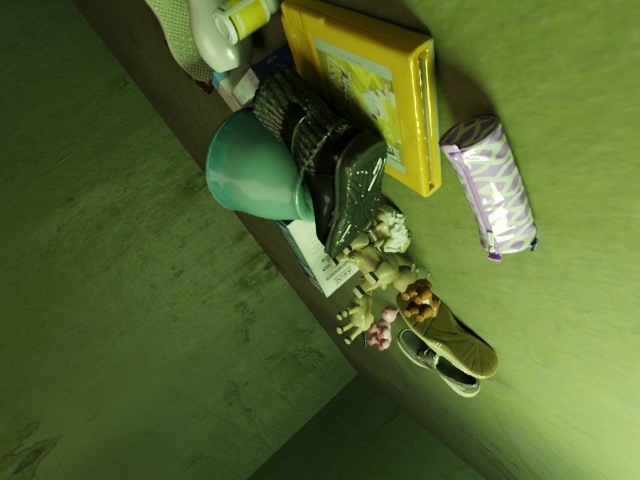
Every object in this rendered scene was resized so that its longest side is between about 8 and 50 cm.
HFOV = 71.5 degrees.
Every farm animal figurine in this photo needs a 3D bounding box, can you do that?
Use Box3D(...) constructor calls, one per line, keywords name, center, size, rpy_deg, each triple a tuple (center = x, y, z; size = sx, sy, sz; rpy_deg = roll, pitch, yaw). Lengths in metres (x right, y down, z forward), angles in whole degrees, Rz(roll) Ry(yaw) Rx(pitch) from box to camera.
Box3D(name="farm animal figurine", center=(0.149, 0.095, 1.117), size=(0.330, 0.172, 0.326), rpy_deg=(-27, 93, 49))

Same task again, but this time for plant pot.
Box3D(name="plant pot", center=(-0.093, -0.166, 1.094), size=(0.255, 0.271, 0.271), rpy_deg=(24, 154, 30))

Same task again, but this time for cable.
Box3D(name="cable", center=(-0.419, -0.583, 1.467), size=(0.139, 0.072, 0.287), rpy_deg=(40, -168, -53))

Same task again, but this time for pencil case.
Box3D(name="pencil case", center=(0.235, -0.070, 0.624), size=(0.206, 0.088, 0.086), rpy_deg=(58, 162, -25))

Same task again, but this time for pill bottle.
Box3D(name="pill bottle", center=(-0.133, -0.415, 0.812), size=(0.065, 0.116, 0.065), rpy_deg=(47, 166, 15))

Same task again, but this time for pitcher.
Box3D(name="pitcher", center=(-0.227, -0.485, 0.968), size=(0.177, 0.126, 0.207), rpy_deg=(-111, 1, -63))

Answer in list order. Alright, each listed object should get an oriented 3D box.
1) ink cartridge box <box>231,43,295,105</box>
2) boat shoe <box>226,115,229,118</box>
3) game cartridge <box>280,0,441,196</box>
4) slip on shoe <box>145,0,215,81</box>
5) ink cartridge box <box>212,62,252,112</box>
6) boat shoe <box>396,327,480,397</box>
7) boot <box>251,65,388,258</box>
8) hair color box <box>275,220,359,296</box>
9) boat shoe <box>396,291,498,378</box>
Box3D(name="ink cartridge box", center=(-0.128, -0.360, 0.985), size=(0.046, 0.097, 0.207), rpy_deg=(55, 166, -17))
Box3D(name="boat shoe", center=(-0.203, -0.340, 1.301), size=(0.183, 0.083, 0.065), rpy_deg=(37, 161, 44))
Box3D(name="game cartridge", center=(0.066, -0.248, 0.767), size=(0.324, 0.053, 0.285), rpy_deg=(38, 162, 37))
Box3D(name="slip on shoe", center=(-0.376, -0.586, 1.180), size=(0.331, 0.123, 0.101), rpy_deg=(58, -173, -30))
Box3D(name="ink cartridge box", center=(-0.199, -0.385, 1.154), size=(0.143, 0.092, 0.090), rpy_deg=(53, 166, -10))
Box3D(name="boat shoe", center=(0.356, 0.352, 1.342), size=(0.285, 0.103, 0.092), rpy_deg=(38, 157, 29))
Box3D(name="boot", center=(-0.009, -0.144, 0.883), size=(0.260, 0.131, 0.347), rpy_deg=(40, 149, 22))
Box3D(name="hair color box", center=(0.000, 0.000, 1.367), size=(0.105, 0.174, 0.347), rpy_deg=(38, 161, 44))
Box3D(name="boat shoe", center=(0.318, 0.244, 1.160), size=(0.302, 0.109, 0.098), rpy_deg=(40, 165, 22))
